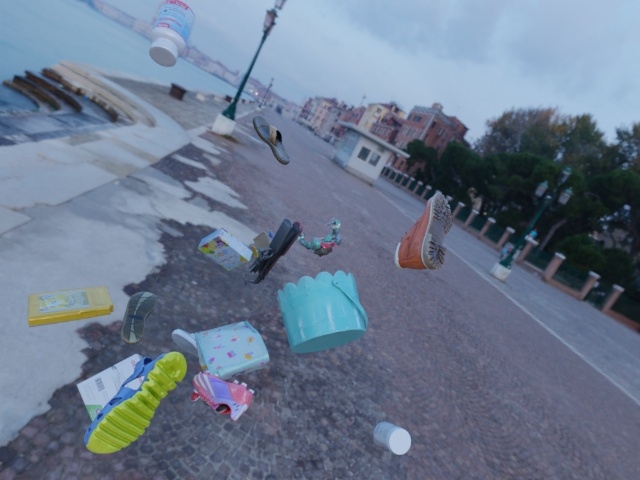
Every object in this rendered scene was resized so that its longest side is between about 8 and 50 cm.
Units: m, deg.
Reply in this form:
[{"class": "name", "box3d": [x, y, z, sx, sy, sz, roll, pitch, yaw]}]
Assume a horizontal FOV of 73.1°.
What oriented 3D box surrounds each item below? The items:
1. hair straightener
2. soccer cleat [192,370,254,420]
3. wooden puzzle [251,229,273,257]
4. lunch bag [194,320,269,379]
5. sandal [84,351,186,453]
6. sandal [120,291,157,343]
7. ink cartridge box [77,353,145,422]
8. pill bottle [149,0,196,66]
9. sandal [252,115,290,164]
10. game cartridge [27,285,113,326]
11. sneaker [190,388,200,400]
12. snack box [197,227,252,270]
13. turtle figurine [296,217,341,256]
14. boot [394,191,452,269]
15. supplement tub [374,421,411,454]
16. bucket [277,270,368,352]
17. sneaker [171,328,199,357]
[{"class": "hair straightener", "box3d": [-0.144, 0.034, 1.135, 0.089, 0.230, 0.047, 18, 29, -50]}, {"class": "soccer cleat", "box3d": [-0.290, 0.430, 1.201, 0.248, 0.095, 0.083, -2, -47, 39]}, {"class": "wooden puzzle", "box3d": [-0.206, 0.013, 1.560, 0.014, 0.116, 0.079, -20, 86, -58]}, {"class": "lunch bag", "box3d": [-0.322, 0.414, 1.568, 0.223, 0.160, 0.262, -11, 15, -24]}, {"class": "sandal", "box3d": [-0.523, 0.443, 1.212, 0.138, 0.126, 0.317, 2, 36, 37]}, {"class": "sandal", "box3d": [-0.502, 0.212, 1.181, 0.072, 0.049, 0.180, 20, 38, -20]}, {"class": "ink cartridge box", "box3d": [-0.722, 0.533, 1.551, 0.160, 0.219, 0.092, 60, -17, 13]}, {"class": "pill bottle", "box3d": [-0.373, -0.519, 1.081, 0.087, 0.160, 0.087, 7, -23, 3]}, {"class": "sandal", "box3d": [-0.180, -0.397, 1.683, 0.219, 0.060, 0.090, 57, 34, -4]}, {"class": "game cartridge", "box3d": [-1.123, 0.285, 1.944, 0.323, 0.053, 0.285, -7, 19, -32]}, {"class": "sneaker", "box3d": [-0.513, 0.617, 1.817, 0.042, 0.118, 0.067, 26, -21, 16]}, {"class": "snack box", "box3d": [-0.470, 0.048, 2.139, 0.207, 0.174, 0.070, 41, 43, -29]}, {"class": "turtle figurine", "box3d": [0.000, 0.000, 1.552, 0.175, 0.118, 0.234, -12, -10, 13]}, {"class": "boot", "box3d": [0.175, -0.016, 0.746, 0.084, 0.158, 0.059, -16, -51, 46]}, {"class": "supplement tub", "box3d": [0.205, 0.567, 1.242, 0.071, 0.071, 0.107, 26, -18, -11]}, {"class": "bucket", "box3d": [0.007, 0.231, 1.359, 0.281, 0.281, 0.183, 14, 54, -48]}, {"class": "sneaker", "box3d": [-0.556, 0.458, 1.942, 0.258, 0.094, 0.091, 49, 35, -34]}]
